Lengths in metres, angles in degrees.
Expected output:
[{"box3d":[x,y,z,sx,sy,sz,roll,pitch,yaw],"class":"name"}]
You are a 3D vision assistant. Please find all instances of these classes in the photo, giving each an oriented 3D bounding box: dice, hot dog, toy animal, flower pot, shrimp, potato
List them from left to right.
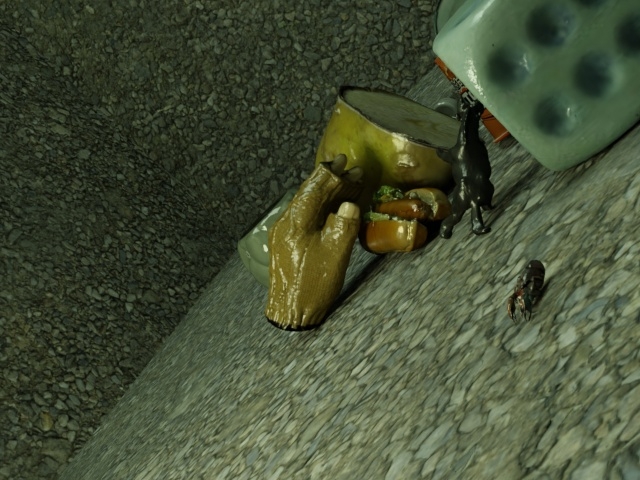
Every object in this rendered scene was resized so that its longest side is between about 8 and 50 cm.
[{"box3d":[-0.062,0.008,2.434,0.246,0.195,0.246,-46,6,7],"class":"flower pot"},{"box3d":[0.142,-0.134,2.197,0.397,0.290,0.296,42,123,46],"class":"potato"},{"box3d":[0.137,-0.040,1.959,0.135,0.100,0.337,-48,8,-9],"class":"hot dog"},{"box3d":[0.226,-0.107,1.649,0.148,0.084,0.233,75,-166,-70],"class":"toy animal"},{"box3d":[0.231,0.060,1.196,0.038,0.029,0.092,-38,15,43],"class":"shrimp"},{"box3d":[0.338,-0.276,1.501,0.268,0.264,0.262,-43,8,14],"class":"dice"}]

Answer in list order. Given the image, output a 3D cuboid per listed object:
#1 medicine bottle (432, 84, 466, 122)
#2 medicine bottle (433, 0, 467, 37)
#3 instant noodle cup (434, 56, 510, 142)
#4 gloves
[{"box3d":[0.324,-0.328,2.552,0.079,0.079,0.140,-39,10,42],"class":"medicine bottle"},{"box3d":[0.387,-0.491,2.454,0.245,0.245,0.290,-44,0,10],"class":"medicine bottle"},{"box3d":[0.345,-0.332,1.945,0.250,0.192,0.250,-44,2,2],"class":"instant noodle cup"},{"box3d":[-0.016,0.003,2.019,0.356,0.155,0.203,-67,19,5],"class":"gloves"}]
